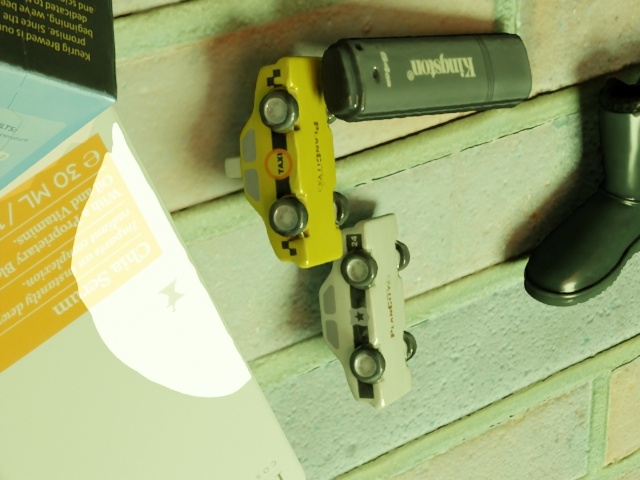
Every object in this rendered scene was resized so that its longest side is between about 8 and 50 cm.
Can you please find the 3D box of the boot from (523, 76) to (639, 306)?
[{"bbox_3d":[0.312,-0.067,1.459,0.246,0.094,0.207,-32,132,-29],"label":"boot"}]

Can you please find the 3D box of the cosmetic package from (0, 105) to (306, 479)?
[{"bbox_3d":[-0.208,0.092,1.103,0.230,0.161,0.453,-38,131,-16],"label":"cosmetic package"}]

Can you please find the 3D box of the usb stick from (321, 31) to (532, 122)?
[{"bbox_3d":[0.108,-0.157,1.257,0.278,0.045,0.077,-10,97,-45],"label":"usb stick"}]

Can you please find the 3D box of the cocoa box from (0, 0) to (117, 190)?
[{"bbox_3d":[-0.321,-0.167,0.755,0.347,0.231,0.227,14,59,-40],"label":"cocoa box"}]

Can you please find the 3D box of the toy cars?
[{"bbox_3d":[0.000,0.000,1.260,0.393,0.087,0.176,63,35,-41],"label":"toy cars"}]
